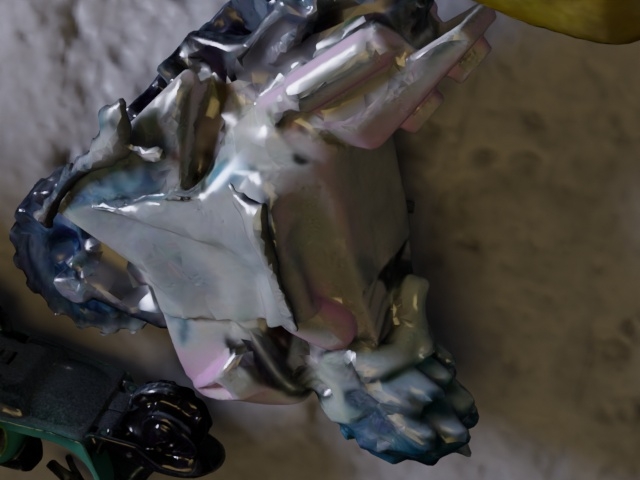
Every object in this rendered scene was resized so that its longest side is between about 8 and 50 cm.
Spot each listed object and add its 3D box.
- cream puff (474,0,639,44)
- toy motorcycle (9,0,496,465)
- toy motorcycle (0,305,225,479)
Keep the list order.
[{"bbox_3d":[0.104,-0.235,0.520,0.324,0.291,0.257,-35,57,7],"label":"cream puff"},{"bbox_3d":[0.003,-0.003,0.708,0.204,0.108,0.239,44,142,0],"label":"toy motorcycle"},{"bbox_3d":[-0.125,0.082,0.798,0.173,0.058,0.100,17,128,9],"label":"toy motorcycle"}]
